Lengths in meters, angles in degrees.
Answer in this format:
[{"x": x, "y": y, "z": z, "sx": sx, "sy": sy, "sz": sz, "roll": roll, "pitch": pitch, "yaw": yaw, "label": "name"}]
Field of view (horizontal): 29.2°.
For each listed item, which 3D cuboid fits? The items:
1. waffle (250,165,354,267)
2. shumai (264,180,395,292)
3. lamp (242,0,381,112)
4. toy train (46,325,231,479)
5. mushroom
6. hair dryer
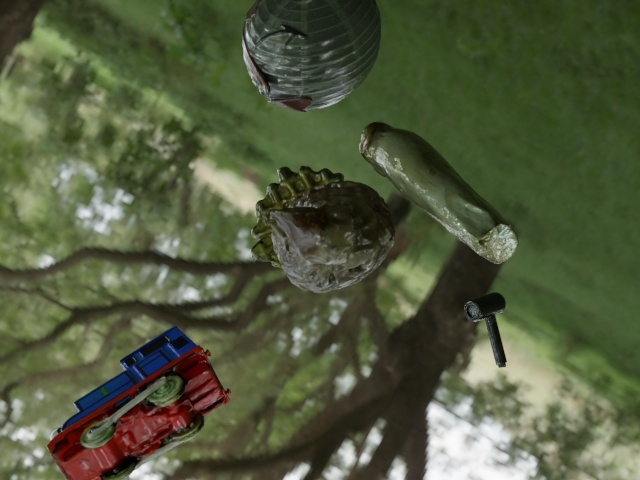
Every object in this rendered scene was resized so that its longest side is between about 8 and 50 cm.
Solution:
[{"x": -0.015, "y": -0.035, "z": 2.267, "sx": 0.223, "sy": 0.204, "sz": 0.054, "roll": 16, "pitch": 173, "yaw": 10, "label": "waffle"}, {"x": 0.000, "y": 0.000, "z": 1.878, "sx": 0.166, "sy": 0.206, "sz": 0.175, "roll": 59, "pitch": -155, "yaw": 3, "label": "shumai"}, {"x": -0.014, "y": -0.328, "z": 2.037, "sx": 0.233, "sy": 0.233, "sz": 0.265, "roll": 28, "pitch": -140, "yaw": -15, "label": "lamp"}, {"x": -0.208, "y": 0.193, "z": 1.379, "sx": 0.131, "sy": 0.204, "sz": 0.083, "roll": 31, "pitch": 149, "yaw": 58, "label": "toy train"}, {"x": 0.160, "y": -0.076, "z": 1.699, "sx": 0.100, "sy": 0.081, "sz": 0.312, "roll": 28, "pitch": -168, "yaw": -42, "label": "mushroom"}, {"x": 0.190, "y": 0.103, "z": 1.375, "sx": 0.047, "sy": 0.083, "sz": 0.026, "roll": -14, "pitch": -179, "yaw": -42, "label": "hair dryer"}]
